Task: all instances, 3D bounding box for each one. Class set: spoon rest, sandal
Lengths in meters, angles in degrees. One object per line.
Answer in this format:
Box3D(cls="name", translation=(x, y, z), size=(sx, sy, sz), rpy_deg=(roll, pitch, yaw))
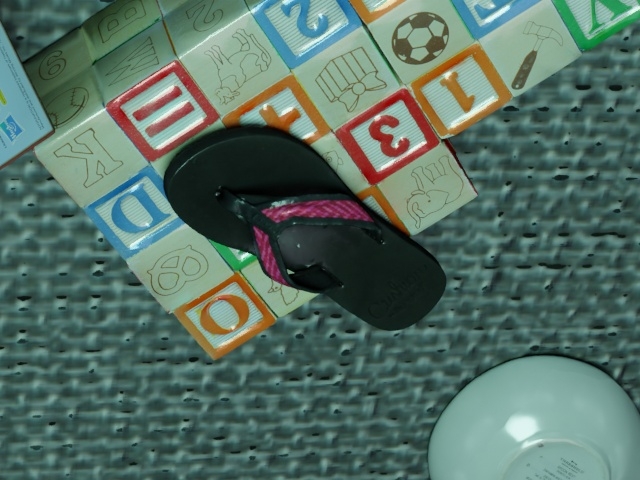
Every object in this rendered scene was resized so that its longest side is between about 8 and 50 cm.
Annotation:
Box3D(cls="spoon rest", translation=(0.190, 0.172, 1.208), size=(0.276, 0.084, 0.137), rpy_deg=(36, 107, -19))
Box3D(cls="sandal", translation=(0.000, 0.000, 0.930), size=(0.179, 0.040, 0.067), rpy_deg=(31, 110, -32))

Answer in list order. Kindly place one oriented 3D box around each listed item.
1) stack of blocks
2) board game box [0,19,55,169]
Box3D(cls="stack of blocks", translation=(0.015, -0.090, 0.955), size=(0.297, 0.087, 0.171), rpy_deg=(-33, 127, 7))
Box3D(cls="board game box", translation=(-0.221, -0.139, 0.766), size=(0.027, 0.145, 0.281), rpy_deg=(-13, 109, 36))
